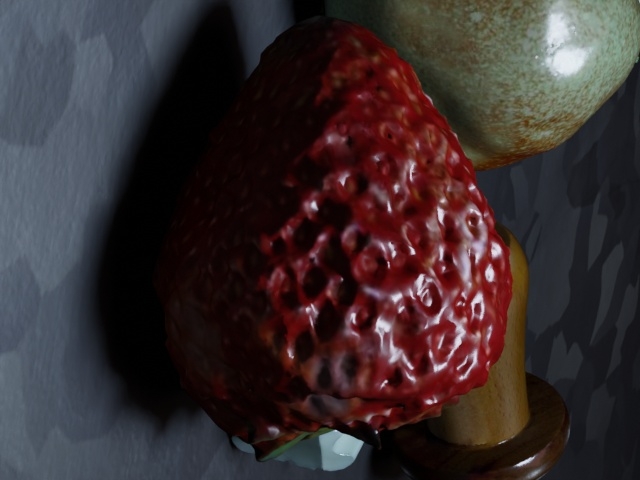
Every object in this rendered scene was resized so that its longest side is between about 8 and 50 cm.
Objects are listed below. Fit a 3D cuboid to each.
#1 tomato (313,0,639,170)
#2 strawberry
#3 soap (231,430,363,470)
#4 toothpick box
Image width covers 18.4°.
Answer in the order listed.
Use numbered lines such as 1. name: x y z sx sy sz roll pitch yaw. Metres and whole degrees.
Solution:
1. tomato: 0.129 -0.200 1.762 0.239 0.303 0.303 -42 140 -28
2. strawberry: -0.005 0.013 1.567 0.310 0.291 0.292 60 42 -20
3. soap: 0.008 0.109 1.795 0.198 0.119 0.066 -60 147 -33
4. toothpick box: 0.153 0.130 2.040 0.192 0.192 0.294 -50 139 -44
